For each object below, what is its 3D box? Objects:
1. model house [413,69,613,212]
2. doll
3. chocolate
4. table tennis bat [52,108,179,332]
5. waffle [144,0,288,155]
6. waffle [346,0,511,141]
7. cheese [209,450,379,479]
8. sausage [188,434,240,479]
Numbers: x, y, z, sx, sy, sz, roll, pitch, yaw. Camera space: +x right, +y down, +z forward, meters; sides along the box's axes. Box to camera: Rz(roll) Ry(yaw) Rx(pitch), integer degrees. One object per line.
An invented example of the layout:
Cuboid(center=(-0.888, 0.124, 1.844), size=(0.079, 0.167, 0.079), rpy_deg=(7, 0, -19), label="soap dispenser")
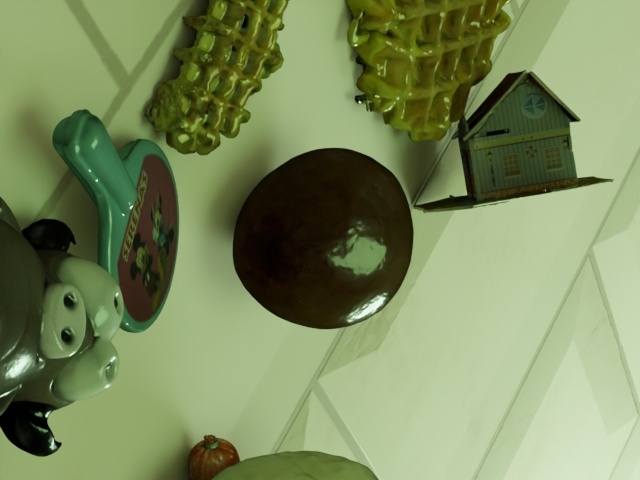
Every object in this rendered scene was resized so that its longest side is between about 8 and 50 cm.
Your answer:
Cuboid(center=(0.193, -0.110, 1.755), size=(0.219, 0.207, 0.136), rpy_deg=(-59, 141, -87), label="model house")
Cuboid(center=(-0.230, 0.048, 1.172), size=(0.257, 0.117, 0.182), rpy_deg=(31, 58, -56), label="doll")
Cuboid(center=(0.000, 0.000, 1.507), size=(0.177, 0.177, 0.177), rpy_deg=(-36, 135, -47), label="chocolate")
Cuboid(center=(-0.155, -0.024, 1.310), size=(0.244, 0.040, 0.153), rpy_deg=(69, 28, -59), label="table tennis bat")
Cuboid(center=(-0.081, -0.164, 1.390), size=(0.192, 0.046, 0.160), rpy_deg=(-51, 146, -34), label="waffle")
Cuboid(center=(0.120, -0.256, 1.672), size=(0.329, 0.062, 0.329), rpy_deg=(-37, 137, -46), label="waffle")
Cuboid(center=(-0.047, 0.353, 1.565), size=(0.318, 0.115, 0.326), rpy_deg=(-43, 139, -20), label="cheese")
Cuboid(center=(-0.088, 0.320, 1.630), size=(0.053, 0.053, 0.348), rpy_deg=(-43, 139, -42), label="sausage")
